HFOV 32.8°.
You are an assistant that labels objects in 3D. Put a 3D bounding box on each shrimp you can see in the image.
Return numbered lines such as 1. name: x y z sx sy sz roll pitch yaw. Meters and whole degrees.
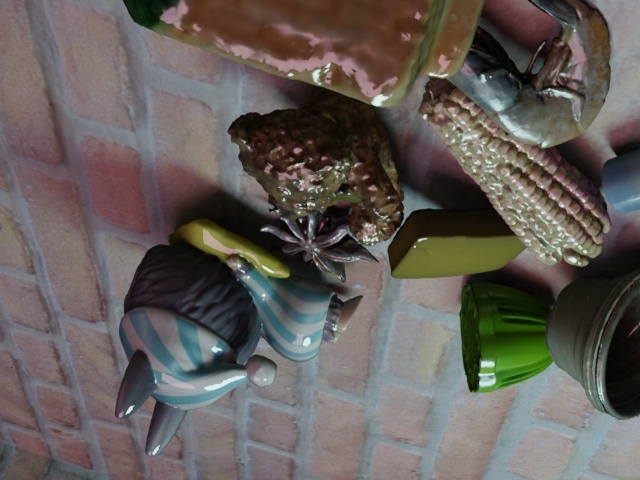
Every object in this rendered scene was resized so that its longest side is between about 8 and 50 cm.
1. shrimp: 0.227 -0.225 1.258 0.289 0.075 0.178 39 114 -15

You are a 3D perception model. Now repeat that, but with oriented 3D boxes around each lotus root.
1. lotus root: 0.315 0.152 1.714 0.186 0.186 0.186 14 147 10

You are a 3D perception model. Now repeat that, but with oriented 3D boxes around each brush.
1. brush: 0.200 0.002 1.563 0.197 0.059 0.123 -3 151 -23

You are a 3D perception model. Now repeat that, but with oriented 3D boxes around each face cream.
1. face cream: 0.469 -0.100 1.325 0.077 0.077 0.250 40 141 -27

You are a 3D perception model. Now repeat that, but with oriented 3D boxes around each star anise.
1. star anise: 0.000 0.000 1.738 0.181 0.061 0.204 34 146 -11

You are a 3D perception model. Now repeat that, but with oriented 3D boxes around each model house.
1. model house: 0.028 -0.340 0.976 0.335 0.382 0.342 19 112 3

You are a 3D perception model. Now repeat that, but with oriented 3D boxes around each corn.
1. corn: 0.257 -0.099 1.413 0.127 0.126 0.335 -17 127 43

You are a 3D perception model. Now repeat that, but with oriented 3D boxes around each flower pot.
1. flower pot: 0.424 0.135 1.596 0.140 0.235 0.235 23 157 47

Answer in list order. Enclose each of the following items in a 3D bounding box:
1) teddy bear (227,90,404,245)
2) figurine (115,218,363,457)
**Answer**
1. teddy bear: 0.001 -0.077 1.466 0.246 0.222 0.296 29 144 21
2. figurine: -0.172 0.193 1.793 0.361 0.377 0.266 24 167 2
